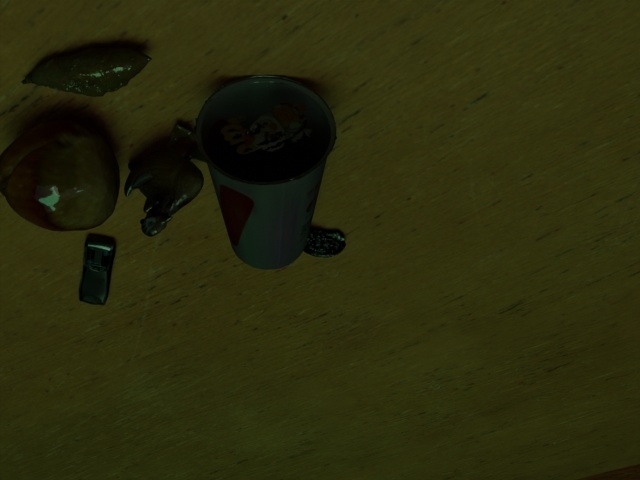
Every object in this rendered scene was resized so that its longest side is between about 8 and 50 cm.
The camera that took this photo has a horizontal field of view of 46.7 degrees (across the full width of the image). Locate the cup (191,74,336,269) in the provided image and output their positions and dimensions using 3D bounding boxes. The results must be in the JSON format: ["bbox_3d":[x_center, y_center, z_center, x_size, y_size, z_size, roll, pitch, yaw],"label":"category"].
[{"bbox_3d":[-0.083,-0.082,1.141,0.203,0.203,0.288,1,148,-2],"label":"cup"}]

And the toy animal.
[{"bbox_3d":[-0.253,-0.082,1.143,0.188,0.179,0.089,3,148,40],"label":"toy animal"}]

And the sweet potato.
[{"bbox_3d":[-0.331,-0.234,1.035,0.205,0.060,0.068,0,109,15],"label":"sweet potato"}]

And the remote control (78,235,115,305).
[{"bbox_3d":[-0.432,0.062,1.429,0.059,0.028,0.212,9,140,-14],"label":"remote control"}]

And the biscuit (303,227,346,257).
[{"bbox_3d":[0.000,0.000,1.358,0.087,0.027,0.089,-13,140,17],"label":"biscuit"}]

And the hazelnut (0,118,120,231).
[{"bbox_3d":[-0.390,-0.106,1.121,0.182,0.182,0.182,0,142,0],"label":"hazelnut"}]
